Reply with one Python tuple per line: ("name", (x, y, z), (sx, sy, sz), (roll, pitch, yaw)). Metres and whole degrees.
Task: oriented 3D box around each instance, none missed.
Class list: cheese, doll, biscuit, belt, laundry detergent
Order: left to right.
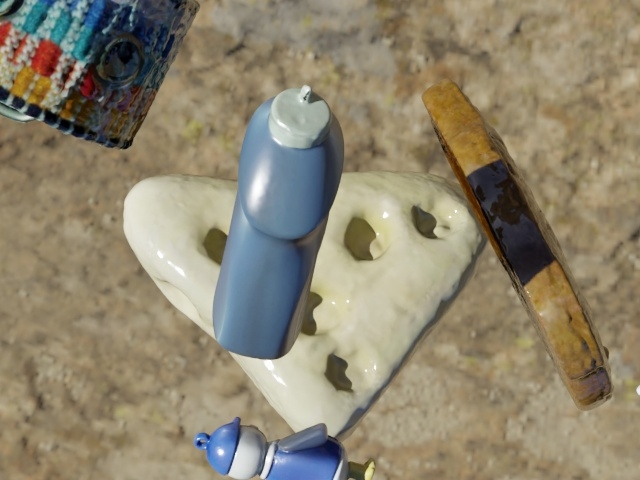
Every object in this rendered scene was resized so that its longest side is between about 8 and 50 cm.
("belt", (-0.221, -0.169, 0.929), (0.258, 0.207, 0.150), (28, 95, -3))
("laundry detergent", (-0.024, -0.015, 0.816), (0.061, 0.096, 0.206), (15, 143, 0))
("doll", (-0.030, 0.174, 1.073), (0.143, 0.057, 0.098), (15, 127, -8))
("cheese", (0.000, 0.000, 1.476), (0.351, 0.328, 0.129), (45, 161, 14))
("biscuit", (0.160, 0.001, 1.082), (0.049, 0.273, 0.257), (-28, 157, 5))

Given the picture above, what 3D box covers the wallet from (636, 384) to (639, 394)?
("wallet", (0.288, 0.067, 0.852), (0.095, 0.033, 0.190), (3, 148, -46))
